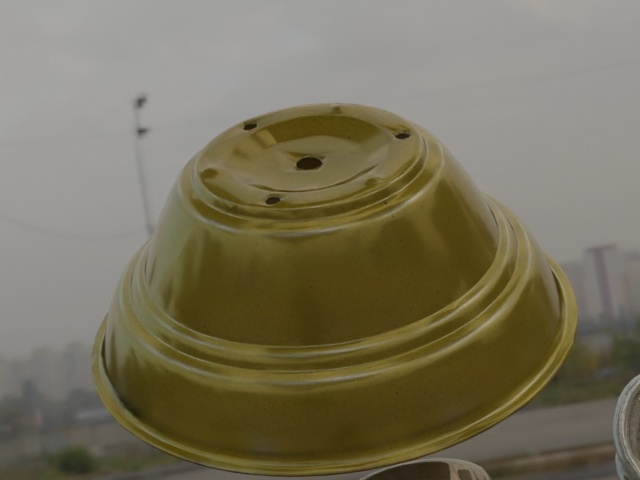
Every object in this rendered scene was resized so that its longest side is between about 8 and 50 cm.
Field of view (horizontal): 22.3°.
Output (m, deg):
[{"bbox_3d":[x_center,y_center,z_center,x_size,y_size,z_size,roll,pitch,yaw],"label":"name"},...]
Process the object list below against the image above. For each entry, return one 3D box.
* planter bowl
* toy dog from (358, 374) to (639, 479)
[{"bbox_3d":[0.000,0.000,0.704,0.217,0.090,0.217,-6,29,3],"label":"planter bowl"},{"bbox_3d":[0.156,0.155,0.713,0.334,0.220,0.161,-19,-23,-31],"label":"toy dog"}]
